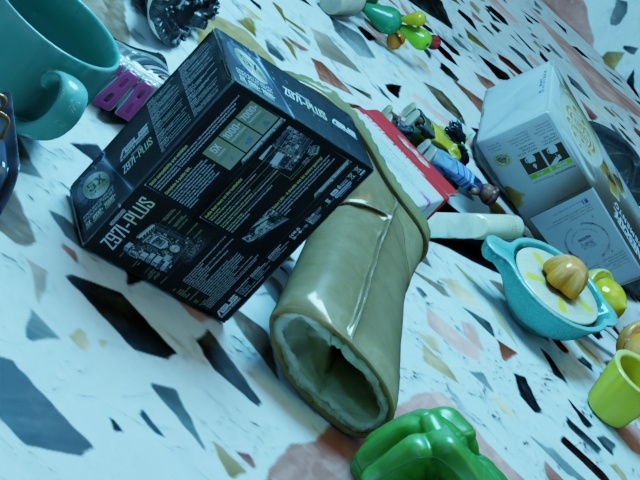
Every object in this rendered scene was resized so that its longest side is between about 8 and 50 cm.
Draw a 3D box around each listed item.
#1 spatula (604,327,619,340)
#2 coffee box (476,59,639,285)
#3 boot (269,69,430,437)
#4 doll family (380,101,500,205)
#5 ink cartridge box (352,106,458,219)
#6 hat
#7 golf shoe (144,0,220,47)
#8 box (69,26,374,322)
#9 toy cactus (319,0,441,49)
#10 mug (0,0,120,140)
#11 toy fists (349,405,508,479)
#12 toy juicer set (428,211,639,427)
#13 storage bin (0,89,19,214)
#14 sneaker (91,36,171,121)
[{"bbox_3d":[0.330,0.110,2.207,0.296,0.030,0.084,33,19,-26],"label":"spatula"},{"bbox_3d":[0.288,-0.068,2.262,0.246,0.098,0.141,57,25,-21],"label":"coffee box"},{"bbox_3d":[0.000,0.000,1.575,0.236,0.089,0.269,44,29,-14],"label":"boot"},{"bbox_3d":[0.139,-0.094,2.208,0.111,0.076,0.193,38,23,-29],"label":"doll family"},{"bbox_3d":[0.040,-0.059,1.896,0.134,0.078,0.231,47,18,10],"label":"ink cartridge box"},{"bbox_3d":[0.355,-0.076,2.515,0.331,0.134,0.331,37,18,-15],"label":"hat"},{"bbox_3d":[-0.159,-0.251,1.943,0.094,0.077,0.198,29,14,3],"label":"golf shoe"},{"bbox_3d":[-0.077,-0.046,1.457,0.147,0.180,0.077,30,24,-34],"label":"box"},{"bbox_3d":[0.062,-0.330,2.546,0.219,0.112,0.180,54,29,6],"label":"toy cactus"},{"bbox_3d":[-0.234,-0.136,1.461,0.129,0.097,0.158,41,19,-9],"label":"mug"},{"bbox_3d":[0.092,0.211,1.375,0.142,0.096,0.279,38,20,-13],"label":"toy fists"},{"bbox_3d":[0.266,0.043,2.084,0.329,0.089,0.209,44,29,10],"label":"toy juicer set"},{"bbox_3d":[-0.258,-0.062,1.268,0.091,0.098,0.135,22,26,-25],"label":"storage bin"},{"bbox_3d":[-0.142,-0.126,1.686,0.170,0.063,0.075,33,26,-15],"label":"sneaker"}]
